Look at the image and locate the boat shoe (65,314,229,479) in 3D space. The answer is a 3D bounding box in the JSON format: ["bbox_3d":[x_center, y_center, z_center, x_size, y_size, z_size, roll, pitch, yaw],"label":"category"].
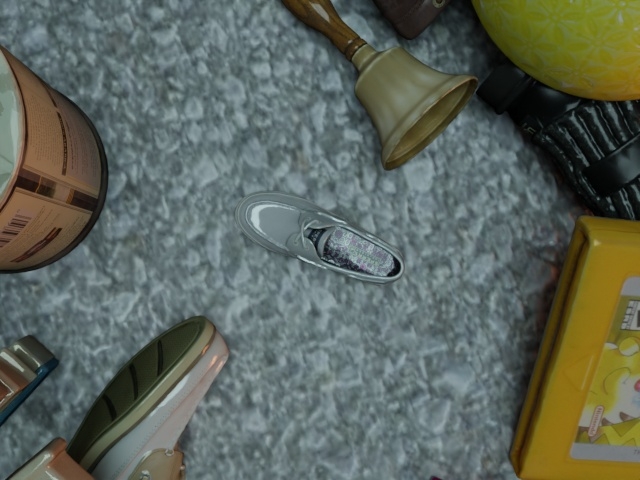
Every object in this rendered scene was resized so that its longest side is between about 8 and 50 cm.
[{"bbox_3d":[-0.183,0.209,0.731,0.103,0.113,0.302,41,90,-21],"label":"boat shoe"}]

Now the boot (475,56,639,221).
[{"bbox_3d":[0.360,-0.174,0.760,0.260,0.131,0.348,45,96,5],"label":"boot"}]

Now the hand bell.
[{"bbox_3d":[0.031,-0.200,0.771,0.126,0.126,0.242,-41,78,-4],"label":"hand bell"}]

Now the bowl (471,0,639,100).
[{"bbox_3d":[0.270,-0.272,0.622,0.289,0.156,0.290,0,90,4],"label":"bowl"}]

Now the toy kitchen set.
[{"bbox_3d":[-0.267,0.195,0.670,0.166,0.207,0.122,44,86,-4],"label":"toy kitchen set"}]

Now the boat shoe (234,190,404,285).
[{"bbox_3d":[0.000,0.000,0.765,0.184,0.063,0.066,28,86,-3],"label":"boat shoe"}]

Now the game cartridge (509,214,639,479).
[{"bbox_3d":[0.374,0.127,0.735,0.323,0.053,0.285,6,115,-3],"label":"game cartridge"}]

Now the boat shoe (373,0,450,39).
[{"bbox_3d":[0.186,-0.342,0.774,0.342,0.123,0.123,-43,111,-8],"label":"boat shoe"}]

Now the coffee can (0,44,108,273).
[{"bbox_3d":[-0.310,-0.072,0.640,0.201,0.275,0.202,0,88,-4],"label":"coffee can"}]

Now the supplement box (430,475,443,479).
[{"bbox_3d":[0.120,0.365,0.738,0.114,0.111,0.220,28,86,-2],"label":"supplement box"}]
